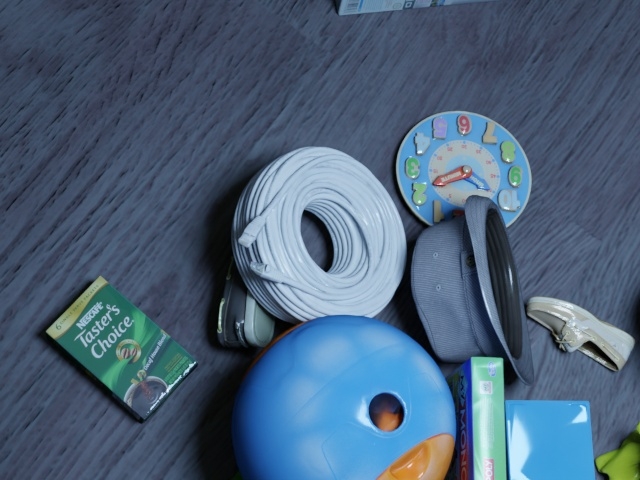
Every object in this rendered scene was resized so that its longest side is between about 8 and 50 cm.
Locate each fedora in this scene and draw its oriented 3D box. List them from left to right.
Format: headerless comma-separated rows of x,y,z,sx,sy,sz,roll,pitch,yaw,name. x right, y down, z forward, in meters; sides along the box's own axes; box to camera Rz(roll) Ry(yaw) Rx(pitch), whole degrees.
0.203,0.076,1.785,0.124,0.244,0.275,-13,77,18,fedora

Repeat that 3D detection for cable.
0.000,0.000,1.774,0.257,0.089,0.257,39,54,-23,cable

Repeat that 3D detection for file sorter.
0.302,0.313,1.763,0.118,0.104,0.170,1,72,-8,file sorter

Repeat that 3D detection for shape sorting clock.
0.213,-0.100,1.910,0.206,0.040,0.206,2,73,-8,shape sorting clock

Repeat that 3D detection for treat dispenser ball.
0.029,0.238,1.648,0.288,0.288,0.288,2,73,-8,treat dispenser ball

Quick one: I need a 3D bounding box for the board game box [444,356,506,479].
0.193,0.329,1.685,0.046,0.213,0.317,4,72,-7,board game box

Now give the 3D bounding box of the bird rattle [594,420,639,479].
0.524,0.303,1.817,0.253,0.143,0.207,-29,91,-29,bird rattle

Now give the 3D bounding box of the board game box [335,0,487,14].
0.180,-0.442,1.915,0.303,0.224,0.097,-6,72,-11,board game box

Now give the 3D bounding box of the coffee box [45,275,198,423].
-0.273,0.149,1.760,0.184,0.040,0.113,42,72,5,coffee box

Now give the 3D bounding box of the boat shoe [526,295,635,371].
0.370,0.135,1.849,0.170,0.063,0.059,25,68,-3,boat shoe

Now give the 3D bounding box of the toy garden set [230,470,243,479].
-0.085,0.460,1.692,0.244,0.049,0.204,42,70,4,toy garden set

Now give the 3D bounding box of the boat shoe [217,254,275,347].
-0.098,0.043,1.799,0.069,0.081,0.227,-7,59,27,boat shoe
